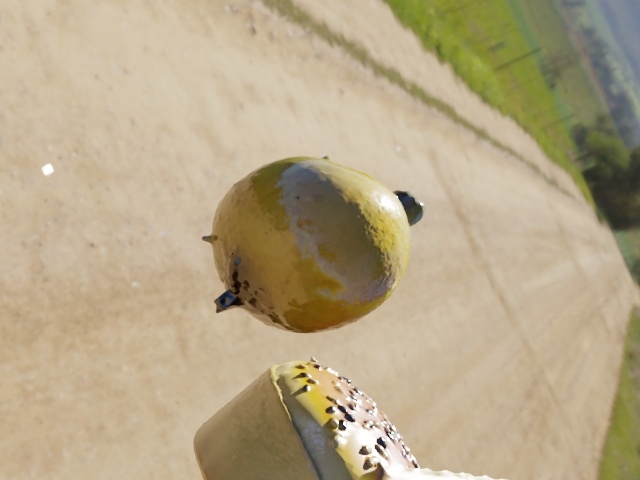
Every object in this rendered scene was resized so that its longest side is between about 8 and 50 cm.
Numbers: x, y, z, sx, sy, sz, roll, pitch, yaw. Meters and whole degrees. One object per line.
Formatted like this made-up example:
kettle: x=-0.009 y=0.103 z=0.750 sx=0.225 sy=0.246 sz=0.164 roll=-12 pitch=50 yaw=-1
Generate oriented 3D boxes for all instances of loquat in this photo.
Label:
loquat: x=0.000 y=0.000 z=0.948 sx=0.172 sy=0.204 sz=0.150 roll=-9 pitch=-84 yaw=64

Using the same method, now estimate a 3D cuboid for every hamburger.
hamburger: x=0.015 y=0.246 z=0.959 sx=0.300 sy=0.176 sz=0.300 roll=156 pitch=-90 yaw=-88

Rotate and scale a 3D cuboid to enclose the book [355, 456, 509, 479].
book: x=0.157 y=0.244 z=0.329 sx=0.262 sy=0.028 sz=0.374 roll=19 pitch=39 yaw=-39
